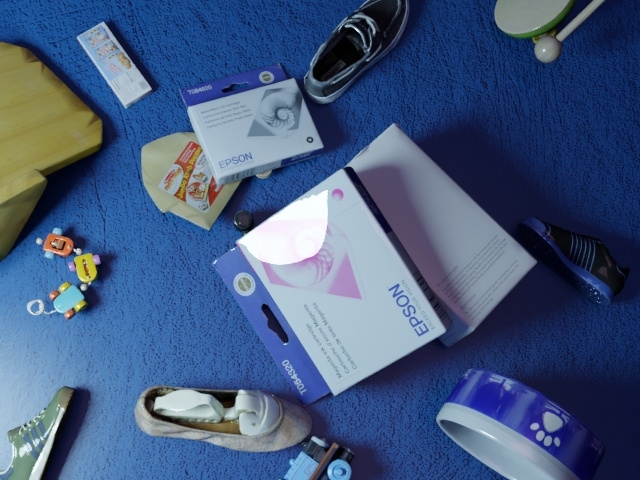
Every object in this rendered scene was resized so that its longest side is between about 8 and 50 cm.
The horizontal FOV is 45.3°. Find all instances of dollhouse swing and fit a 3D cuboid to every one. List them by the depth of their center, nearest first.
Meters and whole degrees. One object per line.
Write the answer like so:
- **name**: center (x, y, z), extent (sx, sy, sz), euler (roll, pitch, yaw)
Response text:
- **dollhouse swing**: center (-0.647, -0.160, 1.452), extent (0.347, 0.305, 0.315), euler (43, 119, 6)

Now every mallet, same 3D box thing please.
- **mallet**: center (-0.129, 0.036, 1.457), extent (0.039, 0.062, 0.189), euler (-14, 92, -6)

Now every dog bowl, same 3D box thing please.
- **dog bowl**: center (0.334, 0.331, 1.295), extent (0.265, 0.265, 0.104), euler (34, 74, 4)

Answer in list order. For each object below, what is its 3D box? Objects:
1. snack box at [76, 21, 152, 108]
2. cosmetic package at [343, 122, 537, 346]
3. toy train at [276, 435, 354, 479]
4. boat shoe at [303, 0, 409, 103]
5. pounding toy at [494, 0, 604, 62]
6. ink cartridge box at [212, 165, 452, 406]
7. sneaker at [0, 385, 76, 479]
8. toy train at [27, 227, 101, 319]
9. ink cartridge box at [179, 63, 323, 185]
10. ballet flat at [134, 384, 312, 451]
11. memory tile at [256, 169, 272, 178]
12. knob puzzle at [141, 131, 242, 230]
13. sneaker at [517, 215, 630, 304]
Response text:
- **snack box**: center (-0.411, -0.351, 1.532), extent (0.064, 0.022, 0.178), euler (-34, 81, -10)
- **cosmetic package**: center (0.186, -0.009, 1.414), extent (0.197, 0.155, 0.365), euler (-41, 81, -20)
- **toy train**: center (-0.020, 0.429, 1.344), extent (0.105, 0.080, 0.184), euler (33, 77, 10)
- **boat shoe**: center (0.077, -0.406, 1.538), extent (0.108, 0.102, 0.301), euler (43, 78, 6)
- **pounding toy**: center (0.476, -0.458, 1.569), extent (0.183, 0.110, 0.237), euler (-43, 42, 16)
- **ink cartridge box**: center (0.004, 0.094, 1.334), extent (0.330, 0.071, 0.324), euler (-34, 87, 19)
- **sneaker**: center (-0.501, 0.339, 1.336), extent (0.086, 0.064, 0.192), euler (19, 79, -4)
- **toy train**: center (-0.472, 0.066, 1.418), extent (0.125, 0.046, 0.166), euler (9, 73, 0)
- **ink cartridge box**: center (-0.135, -0.239, 1.488), extent (0.223, 0.045, 0.224), euler (-20, 74, -17)
- **ballet flat**: center (-0.169, 0.304, 1.337), extent (0.316, 0.106, 0.107), euler (2, 51, -4)
- **memory tile**: center (-0.141, -0.195, 1.505), extent (0.148, 0.012, 0.113), euler (33, 64, 2)
- **knob puzzle**: center (-0.256, -0.128, 1.475), extent (0.213, 0.030, 0.213), euler (4, 67, -10)
- **sneaker**: center (0.489, 0.020, 1.480), extent (0.232, 0.081, 0.090), euler (42, 74, -1)
